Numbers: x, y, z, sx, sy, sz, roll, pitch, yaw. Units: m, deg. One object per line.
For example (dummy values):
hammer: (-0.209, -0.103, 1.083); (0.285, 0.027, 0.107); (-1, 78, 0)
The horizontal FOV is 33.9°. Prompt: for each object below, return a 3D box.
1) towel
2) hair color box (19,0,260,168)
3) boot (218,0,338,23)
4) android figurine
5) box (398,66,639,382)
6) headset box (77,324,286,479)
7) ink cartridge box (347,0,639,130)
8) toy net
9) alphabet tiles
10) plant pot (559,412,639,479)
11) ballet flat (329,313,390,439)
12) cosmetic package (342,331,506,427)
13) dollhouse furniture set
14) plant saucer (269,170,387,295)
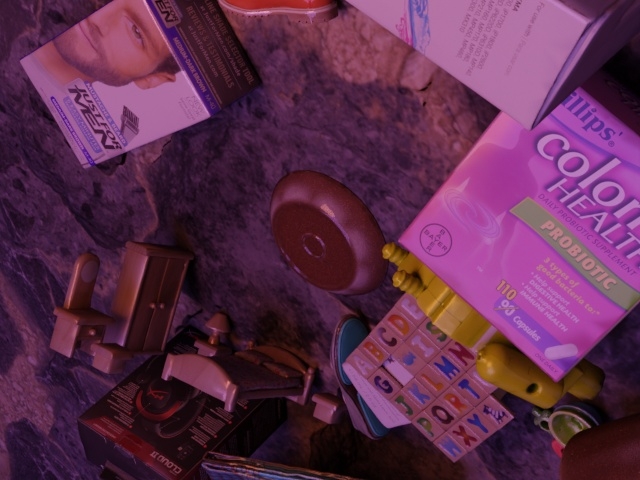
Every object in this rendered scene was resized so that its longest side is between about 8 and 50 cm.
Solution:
towel: (0.018, 0.417, 1.609); (0.370, 0.040, 0.271); (7, 147, 14)
hair color box: (-0.254, -0.228, 1.423); (0.339, 0.110, 0.185); (-14, 110, 48)
boot: (-0.054, -0.299, 1.207); (0.158, 0.059, 0.084); (9, 125, 30)
android figurine: (0.185, 0.081, 1.154); (0.273, 0.248, 0.056); (28, 111, -22)
box: (0.240, -0.027, 1.028); (0.213, 0.117, 0.243); (43, 120, 9)
headset box: (-0.229, 0.298, 1.697); (0.218, 0.293, 0.110); (25, 136, 27)
ink cartridge box: (0.134, -0.267, 0.903); (0.306, 0.226, 0.131); (40, 142, 13)
toy net: (0.358, 0.297, 1.314); (0.232, 0.045, 0.122); (50, 143, -2)
alphabet tiles: (0.149, 0.165, 1.306); (0.198, 0.009, 0.237); (43, 142, 6)
plant pot: (0.413, 0.257, 1.117); (0.215, 0.215, 0.230); (50, 129, -1)
ballet flat: (0.046, 0.196, 1.521); (0.068, 0.072, 0.213); (15, 131, 51)
cosmetic package: (0.145, 0.165, 1.382); (0.117, 0.085, 0.231); (53, 144, -6)
dollhouse furniture set: (-0.157, 0.134, 1.545); (0.355, 0.303, 0.174); (19, 97, 32)
plant saucer: (0.000, 0.000, 1.424); (0.198, 0.036, 0.198); (27, 138, 28)
